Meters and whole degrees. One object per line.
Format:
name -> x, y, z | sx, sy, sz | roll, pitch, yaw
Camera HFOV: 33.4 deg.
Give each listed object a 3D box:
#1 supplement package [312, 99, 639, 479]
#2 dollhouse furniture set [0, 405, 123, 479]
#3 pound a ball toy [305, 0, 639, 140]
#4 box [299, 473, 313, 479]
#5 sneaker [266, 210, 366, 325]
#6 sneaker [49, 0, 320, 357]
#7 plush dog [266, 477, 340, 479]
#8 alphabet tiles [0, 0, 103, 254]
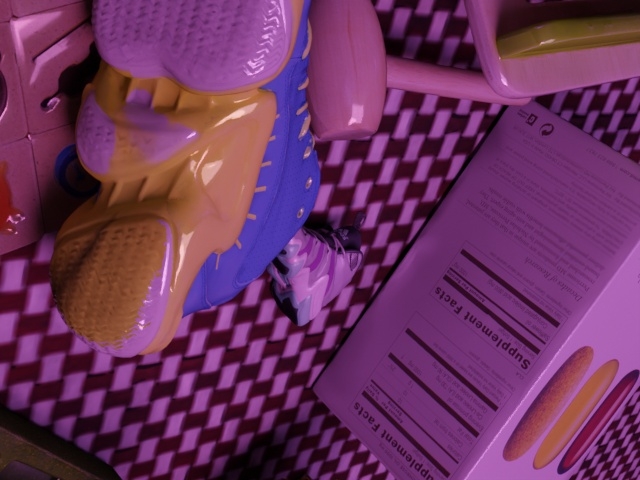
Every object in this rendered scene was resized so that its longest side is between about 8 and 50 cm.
supplement package -> 0.136, 0.054, 0.711 | 0.139, 0.134, 0.244 | 23, 104, -50
dollhouse furniture set -> -0.196, 0.256, 0.513 | 0.301, 0.197, 0.151 | -48, 142, -2
pound a ball toy -> 0.151, -0.152, 0.569 | 0.319, 0.208, 0.136 | -16, 94, -46
box -> -0.075, 0.273, 0.753 | 0.232, 0.058, 0.087 | -37, 139, -14
sneaker -> 0.000, 0.000, 0.620 | 0.069, 0.038, 0.098 | -36, 149, -19
sneaker -> -0.044, -0.064, 0.486 | 0.126, 0.091, 0.240 | -13, 131, -61
plush dog -> -0.003, 0.269, 0.636 | 0.225, 0.262, 0.210 | -41, 141, -4
alphabet tiles -> -0.175, -0.095, 0.396 | 0.342, 0.011, 0.285 | -23, 135, -29
